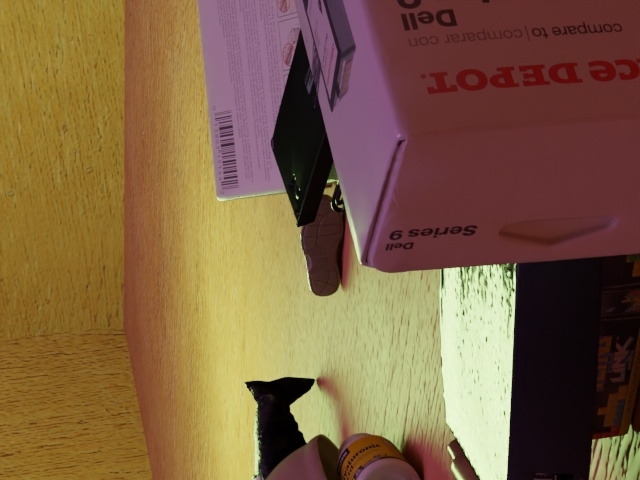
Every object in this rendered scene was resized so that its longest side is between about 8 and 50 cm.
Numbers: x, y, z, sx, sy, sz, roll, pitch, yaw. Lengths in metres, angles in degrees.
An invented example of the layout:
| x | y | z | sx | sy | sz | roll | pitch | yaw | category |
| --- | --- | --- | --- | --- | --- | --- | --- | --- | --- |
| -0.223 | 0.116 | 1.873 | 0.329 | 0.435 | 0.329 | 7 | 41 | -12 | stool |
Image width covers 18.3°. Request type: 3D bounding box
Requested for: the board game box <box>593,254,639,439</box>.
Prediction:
| x | y | z | sx | sy | sz | roll | pitch | yaw | category |
| --- | --- | --- | --- | --- | --- | --- | --- | --- | --- |
| 0.162 | 0.017 | 1.244 | 0.141 | 0.048 | 0.170 | -107 | 16 | -50 | board game box |

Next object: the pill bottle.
| x | y | z | sx | sy | sz | roll | pitch | yaw | category |
| --- | --- | --- | --- | --- | --- | --- | --- | --- | --- |
| 0.051 | 0.219 | 1.852 | 0.116 | 0.065 | 0.065 | -138 | 43 | -74 | pill bottle |

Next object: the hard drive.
| x | y | z | sx | sy | sz | roll | pitch | yaw | category |
| --- | --- | --- | --- | --- | --- | --- | --- | --- | --- |
| 0.119 | 0.047 | 1.210 | 0.172 | 0.054 | 0.255 | -117 | 23 | -59 | hard drive |

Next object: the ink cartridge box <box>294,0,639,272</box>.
| x | y | z | sx | sy | sz | roll | pitch | yaw | category |
| --- | --- | --- | --- | --- | --- | --- | --- | --- | --- |
| 0.101 | -0.140 | 1.065 | 0.121 | 0.211 | 0.289 | 104 | 157 | -55 | ink cartridge box |

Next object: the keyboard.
| x | y | z | sx | sy | sz | roll | pitch | yaw | category |
| --- | --- | --- | --- | --- | --- | --- | --- | --- | --- |
| 0.016 | -0.133 | 1.861 | 0.317 | 0.033 | 0.201 | 107 | 153 | -46 | keyboard |

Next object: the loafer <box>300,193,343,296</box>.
| x | y | z | sx | sy | sz | roll | pitch | yaw | category |
| --- | --- | --- | --- | --- | --- | --- | --- | --- | --- |
| 0.000 | 0.000 | 2.062 | 0.039 | 0.045 | 0.125 | -99 | 7 | -52 | loafer |

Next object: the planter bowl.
| x | y | z | sx | sy | sz | roll | pitch | yaw | category |
| --- | --- | --- | --- | --- | --- | --- | --- | --- | --- |
| -0.010 | 0.283 | 1.909 | 0.162 | 0.109 | 0.162 | 59 | -172 | -13 | planter bowl |

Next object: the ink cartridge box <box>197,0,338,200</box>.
| x | y | z | sx | sy | sz | roll | pitch | yaw | category |
| --- | --- | --- | --- | --- | --- | --- | --- | --- | --- |
| -0.029 | -0.198 | 2.054 | 0.261 | 0.066 | 0.296 | -5 | 91 | 53 | ink cartridge box |

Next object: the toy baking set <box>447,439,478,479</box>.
| x | y | z | sx | sy | sz | roll | pitch | yaw | category |
| --- | --- | --- | --- | --- | --- | --- | --- | --- | --- |
| 0.125 | 0.262 | 1.590 | 0.256 | 0.030 | 0.197 | -121 | 28 | -65 | toy baking set |

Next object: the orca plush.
| x | y | z | sx | sy | sz | roll | pitch | yaw | category |
| --- | --- | --- | --- | --- | --- | --- | --- | --- | --- |
| -0.003 | 0.282 | 2.197 | 0.151 | 0.102 | 0.287 | 32 | -132 | -44 | orca plush |
